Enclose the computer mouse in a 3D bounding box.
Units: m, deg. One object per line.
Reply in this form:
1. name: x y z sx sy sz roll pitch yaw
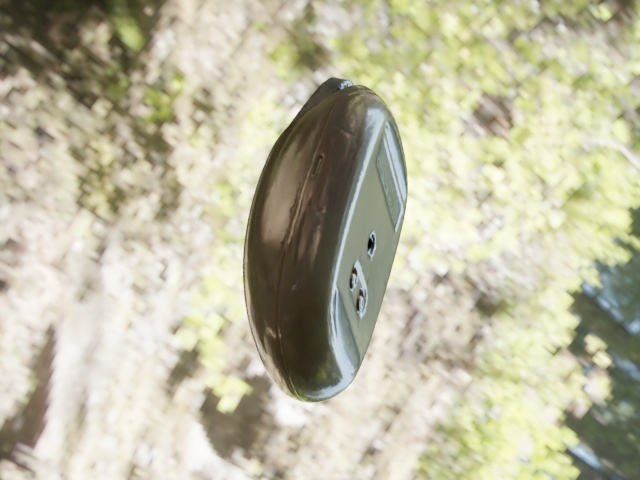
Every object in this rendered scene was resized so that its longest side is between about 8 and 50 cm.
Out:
1. computer mouse: 0.000 0.000 1.379 0.082 0.145 0.236 2 -128 18
